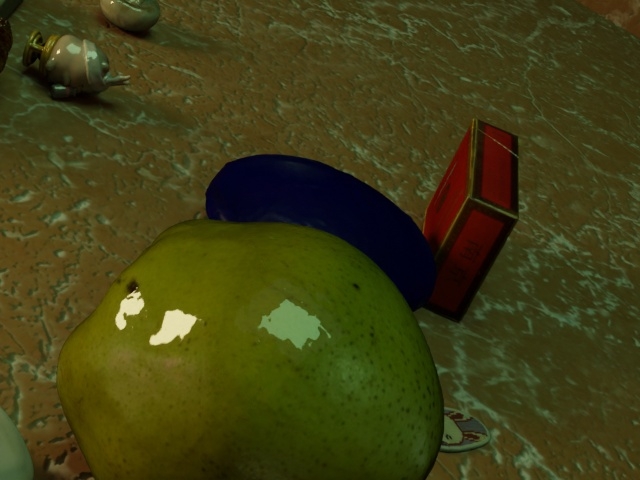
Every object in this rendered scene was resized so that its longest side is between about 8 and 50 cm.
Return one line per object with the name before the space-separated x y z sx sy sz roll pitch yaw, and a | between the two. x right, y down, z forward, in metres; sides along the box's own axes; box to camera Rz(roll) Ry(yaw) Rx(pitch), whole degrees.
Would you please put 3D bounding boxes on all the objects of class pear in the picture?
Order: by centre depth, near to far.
pear | -0.042 0.119 0.944 0.294 0.294 0.294 20 28 -11

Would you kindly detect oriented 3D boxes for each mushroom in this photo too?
mushroom | -0.259 -0.333 1.728 0.085 0.079 0.085 19 26 -10

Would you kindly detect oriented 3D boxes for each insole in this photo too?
insole | 0.088 0.183 1.219 0.197 0.004 0.065 5 34 -35

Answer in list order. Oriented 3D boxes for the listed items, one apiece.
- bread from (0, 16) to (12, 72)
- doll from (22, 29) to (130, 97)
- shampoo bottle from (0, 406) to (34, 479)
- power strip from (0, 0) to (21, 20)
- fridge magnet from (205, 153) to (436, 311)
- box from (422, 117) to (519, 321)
bread | -0.438 -0.239 1.390 0.193 0.064 0.193 14 49 -16
doll | -0.293 -0.201 1.500 0.127 0.073 0.084 21 61 -1
shampoo bottle | -0.314 0.161 0.870 0.220 0.051 0.108 -5 43 -45
power strip | -0.437 -0.293 1.543 0.093 0.053 0.288 21 27 -8
fridge magnet | 0.000 0.000 1.342 0.265 0.113 0.265 19 29 -11
box | 0.177 -0.030 1.499 0.074 0.153 0.240 20 28 -2
